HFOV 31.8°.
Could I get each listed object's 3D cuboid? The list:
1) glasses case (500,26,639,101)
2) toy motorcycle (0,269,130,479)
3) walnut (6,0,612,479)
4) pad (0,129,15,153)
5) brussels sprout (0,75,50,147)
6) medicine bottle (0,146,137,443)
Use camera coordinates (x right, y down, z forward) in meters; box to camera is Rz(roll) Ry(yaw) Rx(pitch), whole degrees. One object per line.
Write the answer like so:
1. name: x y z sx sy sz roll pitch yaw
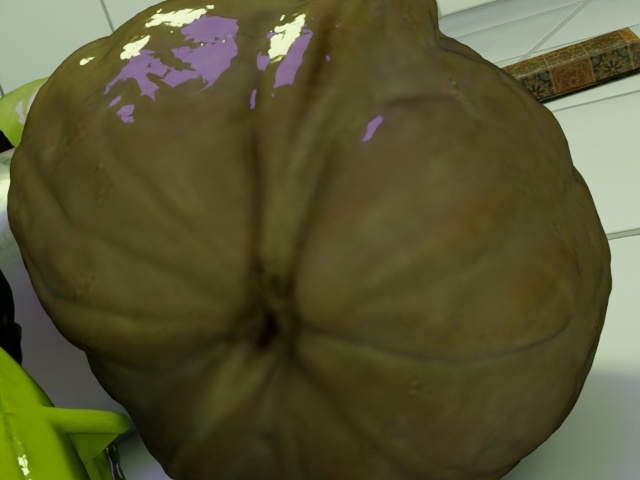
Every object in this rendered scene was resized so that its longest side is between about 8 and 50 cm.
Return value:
1. glasses case: 0.300 -0.211 1.437 0.218 0.049 0.075 -17 21 9
2. toy motorcycle: -0.136 0.141 0.435 0.142 0.206 0.342 -4 22 -23
3. walnut: 0.000 0.000 0.574 0.296 0.285 0.285 23 21 3
4. pad: -0.276 0.004 0.845 0.163 0.243 0.004 -41 62 -10
5. brussels sprout: -0.413 -0.120 1.715 0.259 0.227 0.294 -42 1 -42
6. medicine bottle: -0.159 0.026 0.797 0.388 0.219 0.219 -29 17 -30
